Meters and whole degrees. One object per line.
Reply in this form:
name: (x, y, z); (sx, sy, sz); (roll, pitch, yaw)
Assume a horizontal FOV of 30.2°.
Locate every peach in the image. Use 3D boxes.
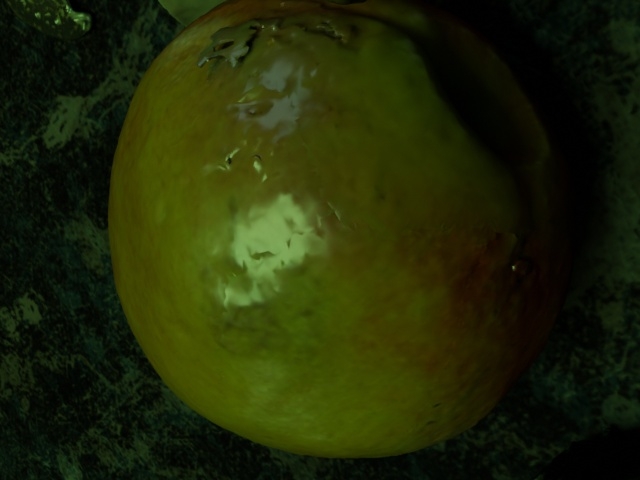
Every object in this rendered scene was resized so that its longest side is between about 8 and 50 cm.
peach: (0.000, -0.002, 0.860); (0.372, 0.290, 0.373); (6, 140, 5)

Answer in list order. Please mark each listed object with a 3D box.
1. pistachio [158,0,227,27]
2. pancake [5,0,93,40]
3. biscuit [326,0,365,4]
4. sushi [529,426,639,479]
pistachio: (-0.077, -0.240, 0.897); (0.126, 0.152, 0.223); (42, 175, 14)
pancake: (-0.280, -0.296, 1.159); (0.184, 0.020, 0.191); (38, 134, 22)
biscuit: (0.064, -0.282, 0.589); (0.078, 0.329, 0.335); (32, 175, 18)
sushi: (0.283, 0.264, 0.839); (0.350, 0.170, 0.211); (17, 124, 37)
